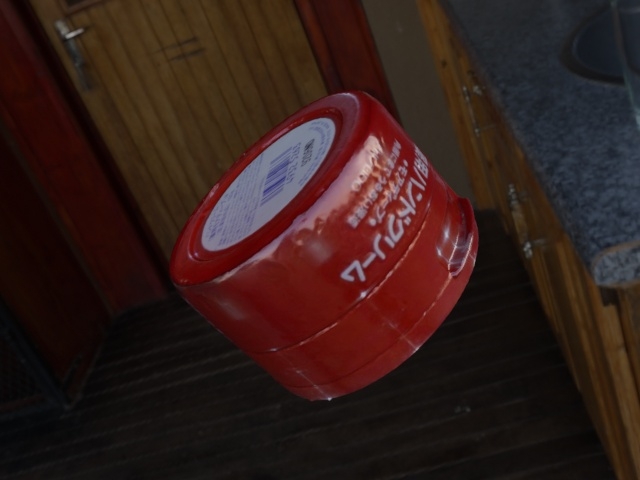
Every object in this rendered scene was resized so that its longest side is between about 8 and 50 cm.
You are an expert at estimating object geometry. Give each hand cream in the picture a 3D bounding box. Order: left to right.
[{"bbox_3d":[0.000,0.000,0.529,0.193,0.125,0.193,-36,27,21],"label":"hand cream"}]
